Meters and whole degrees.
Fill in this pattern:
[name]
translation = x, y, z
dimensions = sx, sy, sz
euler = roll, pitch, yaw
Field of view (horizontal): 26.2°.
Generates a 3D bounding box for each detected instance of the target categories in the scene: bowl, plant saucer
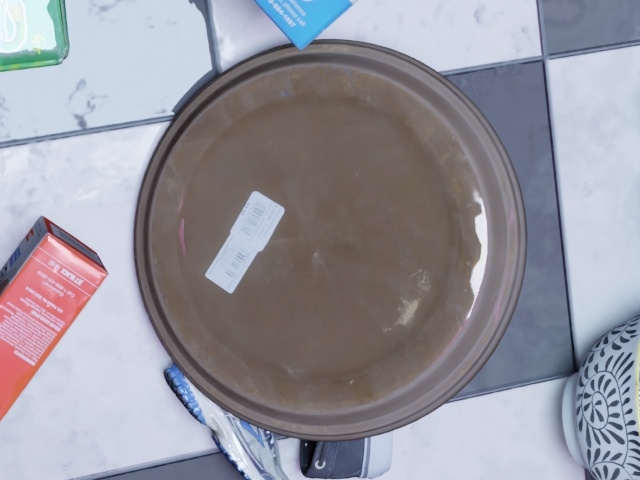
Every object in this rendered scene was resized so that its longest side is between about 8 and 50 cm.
[bowl]
translation = 0.235, 0.134, 1.048
dimensions = 0.170, 0.080, 0.170
euler = 19, 67, -55
[plant saucer]
translation = 0.000, 0.000, 0.934
dimensions = 0.277, 0.041, 0.278
euler = 0, 90, 12

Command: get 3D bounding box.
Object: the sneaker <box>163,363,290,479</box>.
[sneaker]
translation = -0.053, 0.132, 1.001
dimensions = 0.058, 0.052, 0.135
euler = -38, 107, -11

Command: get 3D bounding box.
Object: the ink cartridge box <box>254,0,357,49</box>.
[ink cartridge box]
translation = 0.010, -0.247, 0.868
dimensions = 0.203, 0.086, 0.148
euler = -40, 114, 7

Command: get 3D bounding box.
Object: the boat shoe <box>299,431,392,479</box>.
[boat shoe]
translation = 0.005, 0.068, 0.996
dimensions = 0.076, 0.080, 0.229
euler = -8, 108, -15

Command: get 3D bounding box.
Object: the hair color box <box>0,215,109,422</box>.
[hair color box]
translation = -0.215, 0.069, 0.924
dimensions = 0.053, 0.093, 0.167
euler = 35, 88, -17

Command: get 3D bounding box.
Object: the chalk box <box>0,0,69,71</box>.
[chalk box]
translation = -0.247, -0.188, 0.828
dimensions = 0.289, 0.179, 0.180
euler = -10, 102, -13
